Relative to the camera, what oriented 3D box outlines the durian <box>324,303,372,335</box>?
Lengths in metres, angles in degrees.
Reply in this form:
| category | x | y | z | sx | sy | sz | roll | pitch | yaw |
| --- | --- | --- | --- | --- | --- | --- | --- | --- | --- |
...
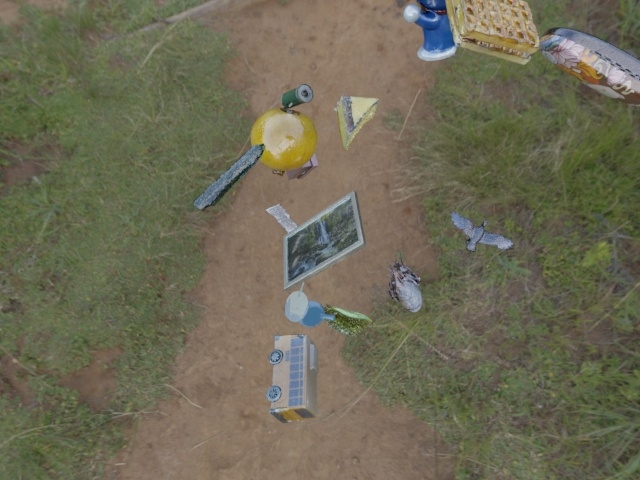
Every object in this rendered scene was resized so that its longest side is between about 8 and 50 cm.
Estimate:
| category | x | y | z | sx | sy | sz | roll | pitch | yaw |
| --- | --- | --- | --- | --- | --- | --- | --- | --- | --- |
| durian | 0.091 | 0.340 | 1.731 | 0.220 | 0.137 | 0.095 | 25 | 44 | -9 |

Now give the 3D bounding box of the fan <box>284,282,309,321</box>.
| category | x | y | z | sx | sy | sz | roll | pitch | yaw |
| --- | --- | --- | --- | --- | --- | --- | --- | --- | --- |
| fan | -0.077 | 0.206 | 1.509 | 0.113 | 0.005 | 0.175 | 10 | 80 | 41 |

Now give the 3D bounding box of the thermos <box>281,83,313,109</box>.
| category | x | y | z | sx | sy | sz | roll | pitch | yaw |
| --- | --- | --- | --- | --- | --- | --- | --- | --- | --- |
| thermos | -0.107 | -0.591 | 1.759 | 0.073 | 0.187 | 0.083 | -1 | 95 | -32 |

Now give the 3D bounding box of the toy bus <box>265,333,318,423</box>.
| category | x | y | z | sx | sy | sz | roll | pitch | yaw |
| --- | --- | --- | --- | --- | --- | --- | --- | --- | --- |
| toy bus | -0.057 | 0.304 | 0.953 | 0.103 | 0.091 | 0.182 | -12 | 48 | 13 |

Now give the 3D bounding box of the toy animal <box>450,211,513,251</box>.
| category | x | y | z | sx | sy | sz | roll | pitch | yaw |
| --- | --- | --- | --- | --- | --- | --- | --- | --- | --- |
| toy animal | 0.512 | -0.019 | 1.371 | 0.220 | 0.108 | 0.062 | 30 | 32 | 2 |

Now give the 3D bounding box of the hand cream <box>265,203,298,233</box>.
| category | x | y | z | sx | sy | sz | roll | pitch | yaw |
| --- | --- | --- | --- | --- | --- | --- | --- | --- | --- |
| hand cream | -0.145 | -0.061 | 1.892 | 0.084 | 0.257 | 0.050 | -14 | 36 | 29 |

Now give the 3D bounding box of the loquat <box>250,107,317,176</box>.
| category | x | y | z | sx | sy | sz | roll | pitch | yaw |
| --- | --- | --- | --- | --- | --- | --- | --- | --- | --- |
| loquat | -0.152 | -0.401 | 1.726 | 0.274 | 0.275 | 0.275 | 1 | 67 | -2 |

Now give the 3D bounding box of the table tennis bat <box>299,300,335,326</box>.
| category | x | y | z | sx | sy | sz | roll | pitch | yaw |
| --- | --- | --- | --- | --- | --- | --- | --- | --- | --- |
| table tennis bat | -0.018 | 0.279 | 1.579 | 0.155 | 0.019 | 0.100 | 4 | 67 | 24 |

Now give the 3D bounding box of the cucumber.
| category | x | y | z | sx | sy | sz | roll | pitch | yaw |
| --- | --- | --- | --- | --- | --- | --- | --- | --- | --- |
| cucumber | -0.245 | -0.174 | 1.154 | 0.256 | 0.043 | 0.044 | -43 | 59 | 3 |

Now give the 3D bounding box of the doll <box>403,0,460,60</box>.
| category | x | y | z | sx | sy | sz | roll | pitch | yaw |
| --- | --- | --- | --- | --- | --- | --- | --- | --- | --- |
| doll | 0.240 | -0.492 | 0.820 | 0.161 | 0.257 | 0.215 | 31 | 65 | 30 |

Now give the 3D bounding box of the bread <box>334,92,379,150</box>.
| category | x | y | z | sx | sy | sz | roll | pitch | yaw |
| --- | --- | --- | --- | --- | --- | --- | --- | --- | --- |
| bread | 0.104 | -0.355 | 1.266 | 0.127 | 0.147 | 0.152 | 6 | 85 | -3 |

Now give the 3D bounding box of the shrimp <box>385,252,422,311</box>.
| category | x | y | z | sx | sy | sz | roll | pitch | yaw |
| --- | --- | --- | --- | --- | --- | --- | --- | --- | --- |
| shrimp | 0.322 | 0.157 | 1.627 | 0.116 | 0.343 | 0.145 | -9 | 48 | 23 |

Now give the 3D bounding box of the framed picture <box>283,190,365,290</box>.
| category | x | y | z | sx | sy | sz | roll | pitch | yaw |
| --- | --- | --- | --- | --- | --- | --- | --- | --- | --- |
| framed picture | 0.000 | 0.000 | 1.362 | 0.324 | 0.020 | 0.240 | -31 | 42 | 28 |

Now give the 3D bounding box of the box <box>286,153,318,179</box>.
| category | x | y | z | sx | sy | sz | roll | pitch | yaw |
| --- | --- | --- | --- | --- | --- | --- | --- | --- | --- |
| box | -0.116 | -0.419 | 2.025 | 0.086 | 0.215 | 0.215 | -16 | 88 | -25 |

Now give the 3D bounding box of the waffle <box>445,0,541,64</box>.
| category | x | y | z | sx | sy | sz | roll | pitch | yaw |
| --- | --- | --- | --- | --- | --- | --- | --- | --- | --- |
| waffle | 0.269 | -0.339 | 0.657 | 0.148 | 0.042 | 0.102 | 3 | 71 | -21 |

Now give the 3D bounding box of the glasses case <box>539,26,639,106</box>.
| category | x | y | z | sx | sy | sz | roll | pitch | yaw |
| --- | --- | --- | --- | --- | --- | --- | --- | --- | --- |
| glasses case | 0.649 | -0.392 | 0.961 | 0.321 | 0.122 | 0.082 | 26 | 107 | -5 |
